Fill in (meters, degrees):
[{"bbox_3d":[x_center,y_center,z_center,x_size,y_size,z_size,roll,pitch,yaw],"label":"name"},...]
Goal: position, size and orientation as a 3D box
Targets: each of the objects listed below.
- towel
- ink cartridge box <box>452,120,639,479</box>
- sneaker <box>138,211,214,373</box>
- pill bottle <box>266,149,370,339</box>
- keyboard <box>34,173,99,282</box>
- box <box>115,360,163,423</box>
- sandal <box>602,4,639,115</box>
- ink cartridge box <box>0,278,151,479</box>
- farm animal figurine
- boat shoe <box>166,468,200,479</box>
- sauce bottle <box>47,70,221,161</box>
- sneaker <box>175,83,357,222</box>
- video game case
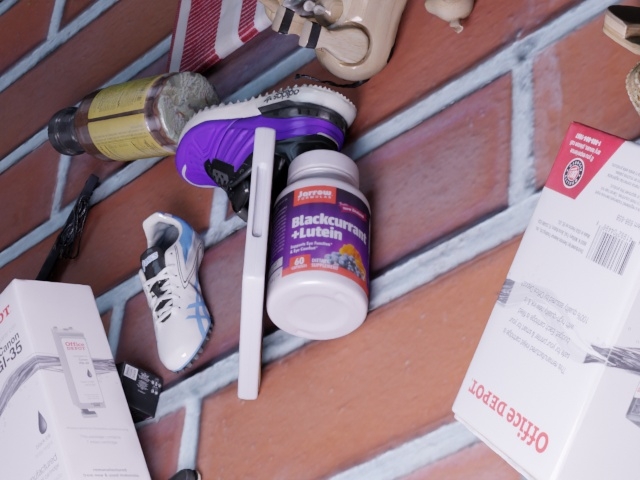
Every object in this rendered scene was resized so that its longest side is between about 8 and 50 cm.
[{"bbox_3d":[-0.089,-0.359,2.353,0.329,0.037,0.237,-28,43,41],"label":"towel"},{"bbox_3d":[0.236,0.061,1.392,0.273,0.114,0.197,-67,22,5],"label":"ink cartridge box"},{"bbox_3d":[-0.183,0.063,2.072,0.085,0.086,0.237,-39,38,26],"label":"sneaker"},{"bbox_3d":[0.000,0.000,1.846,0.108,0.108,0.193,-32,40,36],"label":"pill bottle"},{"bbox_3d":[-0.354,-0.001,2.429,0.192,0.038,0.100,-64,9,-8],"label":"keyboard"},{"bbox_3d":[-0.241,0.187,2.066,0.083,0.062,0.052,-21,48,45],"label":"box"},{"bbox_3d":[0.320,-0.144,1.582,0.240,0.088,0.079,-117,32,-62],"label":"sandal"},{"bbox_3d":[-0.330,0.217,2.016,0.207,0.117,0.283,-44,54,35],"label":"ink cartridge box"},{"bbox_3d":[0.084,-0.313,1.965,0.327,0.172,0.330,-59,37,23],"label":"farm animal figurine"},{"bbox_3d":[-0.184,0.301,1.911,0.133,0.042,0.049,-46,32,17],"label":"boat shoe"},{"bbox_3d":[-0.266,-0.165,2.358,0.344,0.111,0.111,0,63,54],"label":"sauce bottle"},{"bbox_3d":[-0.088,-0.085,2.050,0.293,0.102,0.146,-16,52,48],"label":"sneaker"},{"bbox_3d":[-0.069,0.027,1.871,0.227,0.026,0.206,96,178,-52],"label":"video game case"}]
